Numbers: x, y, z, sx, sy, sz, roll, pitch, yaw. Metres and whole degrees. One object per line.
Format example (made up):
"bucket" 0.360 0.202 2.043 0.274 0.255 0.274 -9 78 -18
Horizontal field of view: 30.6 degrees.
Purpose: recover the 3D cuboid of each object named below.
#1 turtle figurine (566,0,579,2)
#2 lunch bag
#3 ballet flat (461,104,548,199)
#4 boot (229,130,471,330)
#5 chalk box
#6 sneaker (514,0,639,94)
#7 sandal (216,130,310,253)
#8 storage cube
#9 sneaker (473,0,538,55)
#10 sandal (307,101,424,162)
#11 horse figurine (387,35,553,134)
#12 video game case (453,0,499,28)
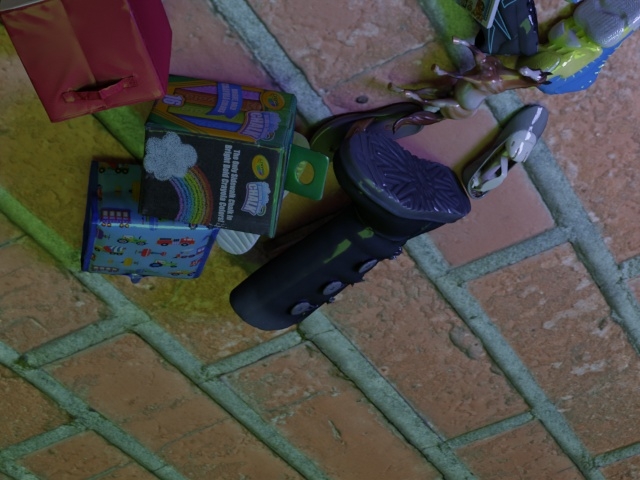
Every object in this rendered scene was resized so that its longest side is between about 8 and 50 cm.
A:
"turtle figurine" 0.462 -0.430 1.656 0.197 0.275 0.266 37 102 -1
"lunch bag" -0.315 -0.001 2.117 0.220 0.138 0.293 3 146 -15
"ballet flat" 0.333 -0.149 2.071 0.072 0.068 0.213 21 131 -28
"boot" 0.001 0.001 2.087 0.445 0.146 0.367 -31 151 27
"chalk box" -0.132 -0.134 1.888 0.288 0.179 0.180 10 126 -2
"sneaker" 0.436 -0.317 1.904 0.240 0.091 0.126 -28 151 23
"sandal" -0.110 -0.097 2.060 0.102 0.076 0.265 29 117 -9
"storage cube" -0.334 -0.317 1.693 0.183 0.215 0.193 -12 131 7
"sneaker" 0.269 -0.386 1.778 0.106 0.101 0.267 -4 133 14
"sandal" 0.078 -0.175 2.013 0.219 0.060 0.090 -13 138 6
"horse figurine" 0.225 -0.247 1.903 0.174 0.066 0.263 13 152 -30
"video game case" 0.224 -0.388 1.761 0.011 0.122 0.087 -25 147 -30
